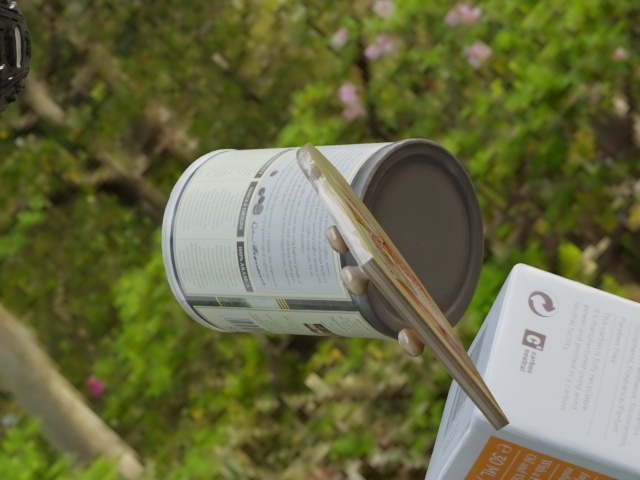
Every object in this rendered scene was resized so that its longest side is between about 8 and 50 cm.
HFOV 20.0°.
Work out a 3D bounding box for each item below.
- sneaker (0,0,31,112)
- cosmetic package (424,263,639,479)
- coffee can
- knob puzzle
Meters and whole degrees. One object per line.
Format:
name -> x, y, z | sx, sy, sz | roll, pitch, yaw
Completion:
sneaker -> -0.304, -0.110, 1.099 | 0.271, 0.108, 0.100 | -12, -73, -32
cosmetic package -> 0.336, 0.207, 1.579 | 0.230, 0.453, 0.161 | 108, -179, -58
coffee can -> 0.000, 0.000, 1.874 | 0.275, 0.201, 0.201 | 0, 31, 43
knob puzzle -> 0.032, 0.016, 1.126 | 0.030, 0.213, 0.213 | -36, -8, 6
